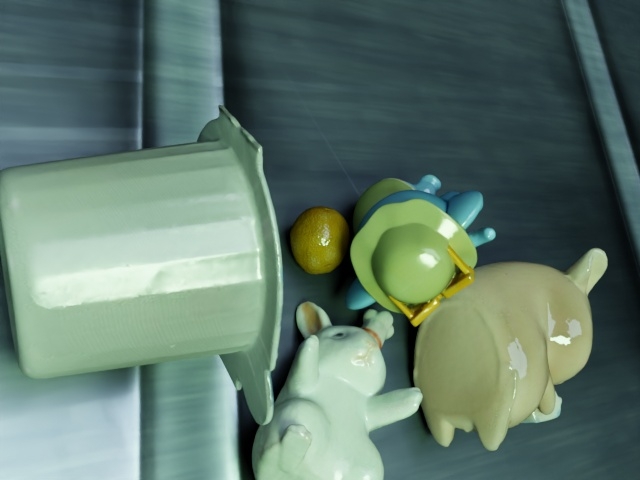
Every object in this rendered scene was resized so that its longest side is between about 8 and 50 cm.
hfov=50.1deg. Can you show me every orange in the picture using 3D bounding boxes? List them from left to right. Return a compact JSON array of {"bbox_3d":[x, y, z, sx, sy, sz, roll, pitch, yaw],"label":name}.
[{"bbox_3d":[0.000,0.000,0.843,0.085,0.085,0.085,16,60,-29],"label":"orange"}]

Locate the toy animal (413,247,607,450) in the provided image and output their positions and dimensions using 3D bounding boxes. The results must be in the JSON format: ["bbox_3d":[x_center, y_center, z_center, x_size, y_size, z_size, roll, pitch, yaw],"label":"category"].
[{"bbox_3d":[0.252,0.132,0.886,0.256,0.195,0.213,-6,80,-40],"label":"toy animal"}]

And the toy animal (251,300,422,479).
[{"bbox_3d":[0.021,0.151,0.743,0.140,0.138,0.282,35,51,-12],"label":"toy animal"}]

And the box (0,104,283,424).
[{"bbox_3d":[-0.171,0.041,0.619,0.206,0.262,0.291,-7,82,-25],"label":"box"}]

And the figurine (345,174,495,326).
[{"bbox_3d":[0.118,-0.011,0.845,0.262,0.180,0.153,-67,144,-56],"label":"figurine"}]
